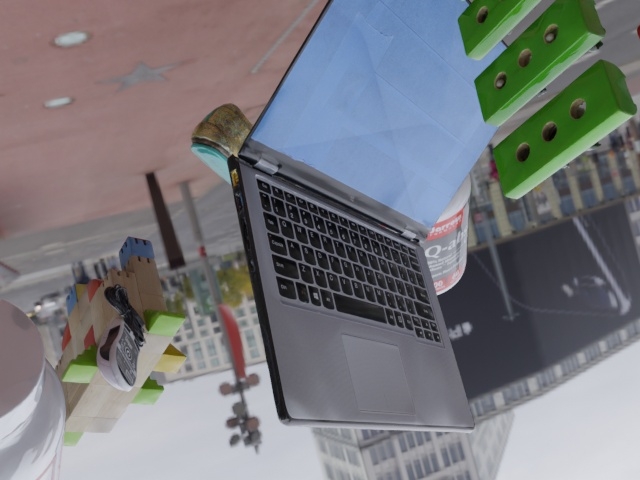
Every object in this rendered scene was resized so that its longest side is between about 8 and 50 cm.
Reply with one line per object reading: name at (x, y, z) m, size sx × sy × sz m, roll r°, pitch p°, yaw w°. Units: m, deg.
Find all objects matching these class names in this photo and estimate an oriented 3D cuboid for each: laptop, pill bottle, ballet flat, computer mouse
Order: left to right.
pill bottle at (-0.432, 0.255, 0.878) m, size 0.229 × 0.229 × 0.408 m, roll -15°, pitch 145°, yaw -34°
computer mouse at (-0.293, 0.150, 1.044) m, size 0.042 × 0.106 × 0.193 m, roll -19°, pitch -156°, yaw 2°
ballet flat at (-0.096, -0.107, 1.276) m, size 0.123 × 0.123 × 0.348 m, roll -15°, pitch 140°, yaw 22°
pill bottle at (0.198, -0.065, 1.473) m, size 0.210 × 0.210 × 0.363 m, roll -15°, pitch 140°, yaw -4°
laptop at (0.119, -0.031, 0.767) m, size 0.236 × 0.408 × 0.382 m, roll -27°, pitch 153°, yaw 28°

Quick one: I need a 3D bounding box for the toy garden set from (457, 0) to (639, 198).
toy garden set at (0.189, -0.181, 0.517) m, size 0.049 × 0.244 × 0.204 m, roll 9°, pitch 149°, yaw -28°

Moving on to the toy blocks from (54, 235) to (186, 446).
toy blocks at (-0.402, 0.168, 1.358) m, size 0.190 × 0.261 × 0.381 m, roll 14°, pitch 126°, yaw -36°

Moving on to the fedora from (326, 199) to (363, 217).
fedora at (0.000, 0.000, 1.466) m, size 0.194 × 0.194 × 0.079 m, roll -15°, pitch -173°, yaw 24°
